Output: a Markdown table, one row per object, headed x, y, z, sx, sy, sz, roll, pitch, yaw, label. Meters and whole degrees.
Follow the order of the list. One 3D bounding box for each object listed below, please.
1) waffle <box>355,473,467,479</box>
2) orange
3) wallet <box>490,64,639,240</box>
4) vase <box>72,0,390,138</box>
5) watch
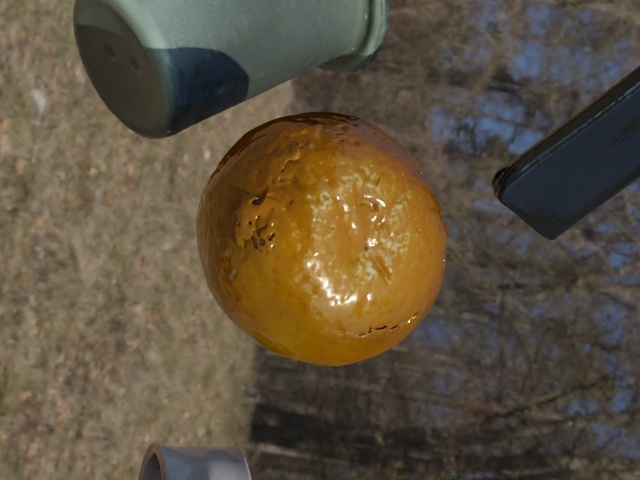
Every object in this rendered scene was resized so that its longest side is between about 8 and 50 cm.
| x | y | z | sx | sy | sz | roll | pitch | yaw | label |
| --- | --- | --- | --- | --- | --- | --- | --- | --- | --- |
| 0.054 | 0.343 | 0.991 | 0.291 | 0.309 | 0.056 | -83 | 158 | -47 | waffle |
| 0.001 | -0.002 | 0.920 | 0.193 | 0.219 | 0.219 | -4 | -108 | 45 | orange |
| 0.292 | -0.102 | 1.069 | 0.250 | 0.149 | 0.044 | -39 | -128 | 19 | wallet |
| -0.103 | -0.240 | 1.182 | 0.291 | 0.245 | 0.245 | -35 | 168 | -31 | vase |
| -0.181 | 0.346 | 1.278 | 0.244 | 0.196 | 0.231 | -138 | -126 | -65 | watch |
